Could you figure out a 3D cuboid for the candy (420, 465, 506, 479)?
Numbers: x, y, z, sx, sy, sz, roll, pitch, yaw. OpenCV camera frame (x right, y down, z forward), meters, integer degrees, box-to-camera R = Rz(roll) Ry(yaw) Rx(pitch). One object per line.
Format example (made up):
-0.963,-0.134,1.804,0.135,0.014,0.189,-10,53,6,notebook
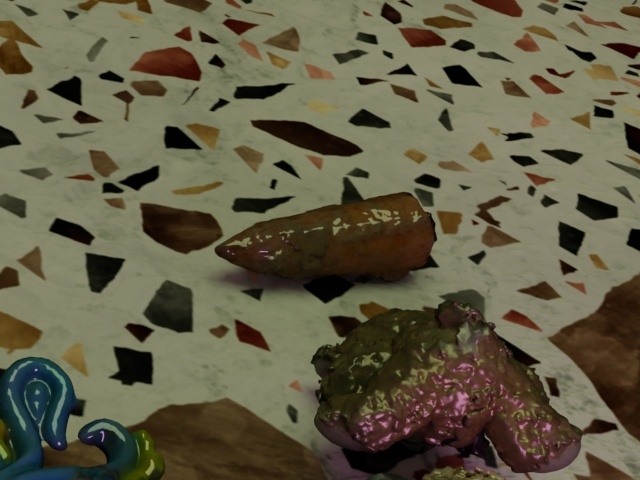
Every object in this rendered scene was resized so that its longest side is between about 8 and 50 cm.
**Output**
0.139,0.266,1.769,0.095,0.110,0.085,1,34,6,candy

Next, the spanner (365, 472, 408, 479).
-0.055,0.253,1.712,0.301,0.017,0.071,-6,36,-9,spanner

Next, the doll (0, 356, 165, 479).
-0.278,0.236,1.574,0.341,0.099,0.346,13,43,-28,doll

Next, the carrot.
0.000,0.000,2.104,0.263,0.102,0.102,-7,40,-30,carrot

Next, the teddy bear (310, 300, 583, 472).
0.104,0.140,1.862,0.267,0.156,0.256,8,-5,-17,teddy bear
